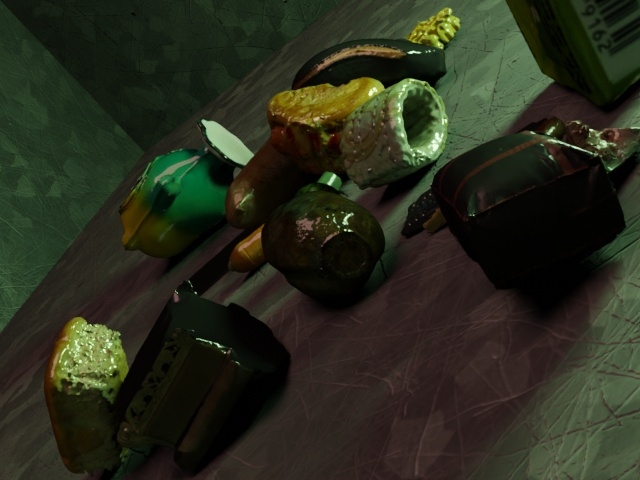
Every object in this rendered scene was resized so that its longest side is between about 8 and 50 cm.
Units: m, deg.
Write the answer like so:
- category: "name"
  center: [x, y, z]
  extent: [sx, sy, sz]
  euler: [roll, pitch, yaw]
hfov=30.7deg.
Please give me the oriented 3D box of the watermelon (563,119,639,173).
- category: "watermelon"
  center: [0.340, -0.117, 1.422]
  extent: [0.101, 0.080, 0.155]
  euler: [-30, -6, -2]

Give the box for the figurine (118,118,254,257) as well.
- category: "figurine"
  center: [-0.315, -0.098, 2.694]
  extent: [0.340, 0.231, 0.324]
  euler: [-47, -11, 17]

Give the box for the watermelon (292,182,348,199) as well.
- category: "watermelon"
  center: [-0.004, -0.056, 2.017]
  extent: [0.109, 0.109, 0.109]
  euler: [-39, 16, 13]

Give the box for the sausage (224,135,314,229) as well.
- category: "sausage"
  center: [-0.053, -0.185, 2.419]
  extent: [0.501, 0.123, 0.136]
  euler: [-54, -9, -35]

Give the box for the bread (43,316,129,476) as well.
- category: "bread"
  center: [-0.362, 0.247, 1.834]
  extent: [0.121, 0.245, 0.174]
  euler: [-4, 42, 1]

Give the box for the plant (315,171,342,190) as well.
- category: "plant"
  center: [0.000, -0.079, 2.160]
  extent: [0.051, 0.051, 0.102]
  euler: [-21, 32, 53]

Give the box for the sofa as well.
- category: "sofa"
  center: [-0.173, 0.206, 1.703]
  extent: [0.200, 0.182, 0.258]
  euler: [-58, 13, 10]

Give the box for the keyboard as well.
- category: "keyboard"
  center: [0.225, -0.092, 1.709]
  extent: [0.262, 0.016, 0.106]
  euler: [-33, 18, 30]

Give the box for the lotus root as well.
- category: "lotus root"
  center: [0.000, 0.000, 1.764]
  extent: [0.160, 0.152, 0.275]
  euler: [-36, 16, -11]

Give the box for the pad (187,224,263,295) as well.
- category: "pad"
  center: [-0.194, 0.036, 2.400]
  extent: [0.245, 0.006, 0.170]
  euler: [-42, 17, 5]

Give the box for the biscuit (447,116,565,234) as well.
- category: "biscuit"
  center: [0.245, -0.082, 1.520]
  extent: [0.212, 0.036, 0.212]
  euler: [-46, 0, 0]

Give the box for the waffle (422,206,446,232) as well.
- category: "waffle"
  center: [0.209, -0.075, 1.657]
  extent: [0.097, 0.023, 0.152]
  euler: [-38, -11, -45]

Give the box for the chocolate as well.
- category: "chocolate"
  center: [0.347, -0.365, 1.641]
  extent: [0.137, 0.300, 0.289]
  euler: [-28, 17, 2]

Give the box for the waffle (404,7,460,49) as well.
- category: "waffle"
  center: [0.197, -0.411, 2.544]
  extent: [0.253, 0.056, 0.249]
  euler: [-47, 17, -8]

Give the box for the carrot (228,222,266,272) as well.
- category: "carrot"
  center: [-0.066, -0.031, 2.188]
  extent: [0.271, 0.066, 0.062]
  euler: [-42, 55, -5]

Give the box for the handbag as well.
- category: "handbag"
  center: [0.232, -0.041, 1.311]
  extent: [0.169, 0.155, 0.215]
  euler: [-28, 15, 1]

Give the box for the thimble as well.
- category: "thimble"
  center: [0.122, -0.170, 1.952]
  extent: [0.143, 0.137, 0.190]
  euler: [-25, 38, 42]

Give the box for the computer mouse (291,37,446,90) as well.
- category: "computer mouse"
  center: [0.092, -0.343, 2.313]
  extent: [0.323, 0.116, 0.183]
  euler: [-10, 0, 21]

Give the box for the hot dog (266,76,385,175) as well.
- category: "hot dog"
  center: [0.013, -0.212, 2.235]
  extent: [0.257, 0.150, 0.153]
  euler: [-7, 51, 23]
